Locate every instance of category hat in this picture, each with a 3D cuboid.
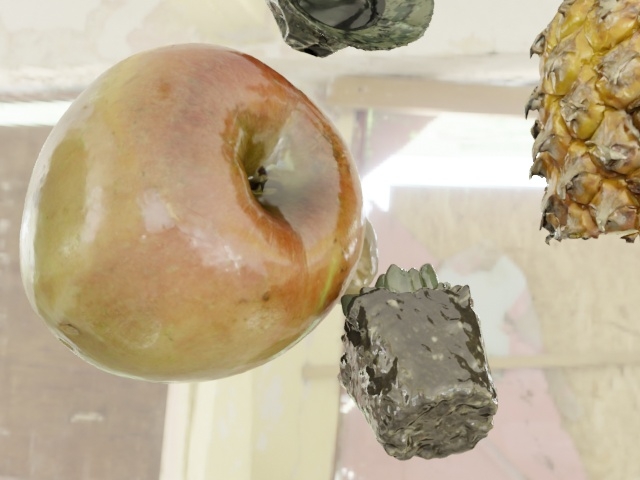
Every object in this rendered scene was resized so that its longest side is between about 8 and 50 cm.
[{"bbox_3d":[0.005,-0.302,1.294,0.265,0.266,0.128,9,-32,-28],"label":"hat"}]

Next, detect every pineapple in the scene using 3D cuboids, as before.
[{"bbox_3d":[0.390,-0.135,1.111,0.352,0.300,0.352,-2,8,0],"label":"pineapple"}]

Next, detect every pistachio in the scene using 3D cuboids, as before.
[{"bbox_3d":[0.000,0.000,1.301,0.124,0.124,0.185,11,24,-40],"label":"pistachio"}]

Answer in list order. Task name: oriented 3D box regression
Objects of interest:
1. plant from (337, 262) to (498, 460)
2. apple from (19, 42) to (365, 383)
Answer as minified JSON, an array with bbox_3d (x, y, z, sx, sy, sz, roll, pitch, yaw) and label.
[{"bbox_3d":[0.085,0.106,0.992,0.132,0.194,0.129,-2,-50,-16],"label":"plant"},{"bbox_3d":[-0.134,-0.014,1.065,0.338,0.339,0.305,11,-29,-39],"label":"apple"}]
